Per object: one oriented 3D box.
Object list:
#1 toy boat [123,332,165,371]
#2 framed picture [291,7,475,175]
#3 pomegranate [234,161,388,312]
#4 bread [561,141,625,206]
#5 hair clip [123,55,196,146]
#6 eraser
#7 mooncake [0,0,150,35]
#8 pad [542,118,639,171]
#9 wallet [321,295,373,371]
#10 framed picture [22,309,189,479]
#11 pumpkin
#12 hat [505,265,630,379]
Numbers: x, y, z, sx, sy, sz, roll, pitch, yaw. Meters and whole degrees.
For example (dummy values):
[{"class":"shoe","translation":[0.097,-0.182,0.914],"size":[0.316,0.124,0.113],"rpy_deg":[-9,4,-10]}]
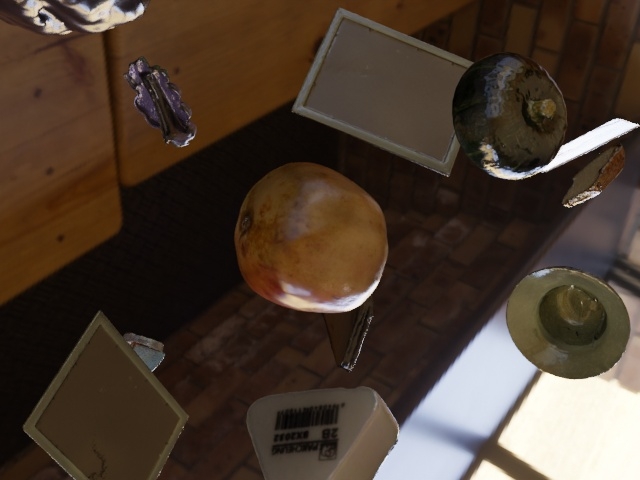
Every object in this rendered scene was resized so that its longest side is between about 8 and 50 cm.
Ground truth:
[{"class":"toy boat","translation":[-0.361,0.246,1.674],"size":[0.034,0.096,0.122],"rpy_deg":[93,13,-64]},{"class":"framed picture","translation":[0.115,-0.240,1.385],"size":[0.017,0.274,0.217],"rpy_deg":[110,4,-70]},{"class":"pomegranate","translation":[0.000,0.000,1.381],"size":[0.270,0.252,0.229],"rpy_deg":[14,98,-32]},{"class":"bread","translation":[0.498,-0.110,1.563],"size":[0.126,0.044,0.129],"rpy_deg":[-49,-175,-29]},{"class":"hair clip","translation":[-0.319,-0.265,1.681],"size":[0.195,0.124,0.052],"rpy_deg":[65,34,-25]},{"class":"eraser","translation":[0.020,0.446,1.900],"size":[0.331,0.331,0.150],"rpy_deg":[-53,137,-25]},{"class":"mooncake","translation":[-0.389,-0.489,1.271],"size":[0.212,0.350,0.381],"rpy_deg":[50,53,-73]},{"class":"pad","translation":[0.553,-0.200,1.842],"size":[0.156,0.232,0.004],"rpy_deg":[-2,68,-53]},{"class":"wallet","translation":[0.049,0.119,1.852],"size":[0.377,0.051,0.197],"rpy_deg":[-107,-152,-66]},{"class":"framed picture","translation":[-0.315,0.274,1.302],"size":[0.273,0.016,0.216],"rpy_deg":[61,39,-35]},{"class":"pumpkin","translation":[0.247,-0.163,1.120],"size":[0.125,0.167,0.167],"rpy_deg":[-40,176,42]},{"class":"hat","translation":[0.528,0.148,1.794],"size":[0.130,0.257,0.257],"rpy_deg":[-36,141,-51]}]
